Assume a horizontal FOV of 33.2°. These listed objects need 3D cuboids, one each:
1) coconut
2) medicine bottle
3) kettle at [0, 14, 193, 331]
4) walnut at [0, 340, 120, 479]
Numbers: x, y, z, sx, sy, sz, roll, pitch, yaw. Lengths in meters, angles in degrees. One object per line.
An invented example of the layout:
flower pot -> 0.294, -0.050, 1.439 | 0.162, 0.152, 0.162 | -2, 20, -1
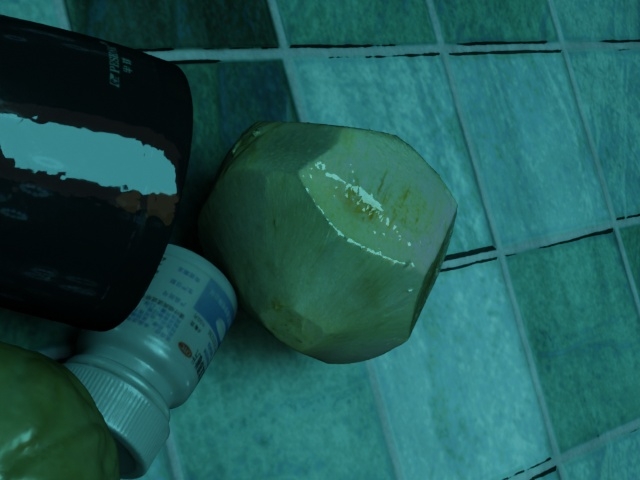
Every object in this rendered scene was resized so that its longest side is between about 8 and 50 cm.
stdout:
coconut -> 0.000, 0.000, 0.936 | 0.237, 0.197, 0.237 | 25, 50, -34
medicine bottle -> -0.143, 0.092, 0.855 | 0.105, 0.105, 0.168 | 45, 52, -22
kettle -> -0.264, -0.087, 0.771 | 0.290, 0.207, 0.268 | 16, 39, -25
walnut -> -0.257, 0.177, 0.614 | 0.253, 0.277, 0.282 | 56, 36, -2
